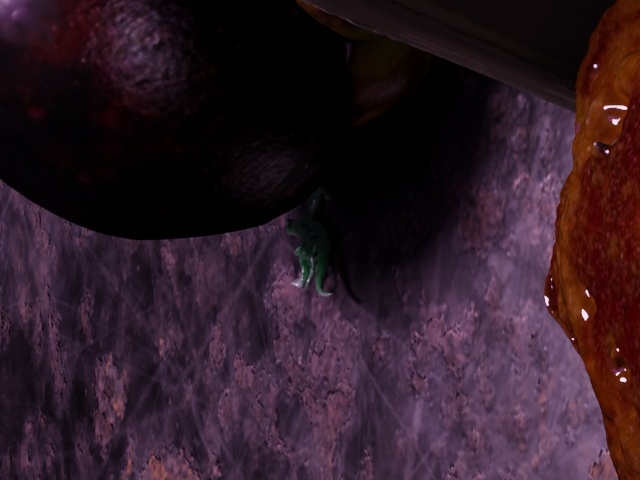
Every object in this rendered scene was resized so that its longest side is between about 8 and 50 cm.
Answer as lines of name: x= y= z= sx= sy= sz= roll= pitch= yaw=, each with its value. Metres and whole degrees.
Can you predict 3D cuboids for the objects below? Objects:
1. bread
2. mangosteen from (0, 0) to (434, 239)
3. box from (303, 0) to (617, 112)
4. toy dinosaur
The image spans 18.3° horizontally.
bread: x=0.178 y=0.008 z=0.775 sx=0.247 sy=0.135 sz=0.232 roll=52 pitch=131 yaw=48
mangosteen: x=-0.085 y=-0.154 z=1.095 sx=0.313 sy=0.297 sz=0.297 roll=-59 pitch=40 yaw=44
box: x=0.080 y=-0.178 z=0.860 sx=0.178 sy=0.274 sz=0.138 roll=-52 pitch=44 yaw=26
toy dinosaur: x=0.000 y=0.000 z=1.199 sx=0.083 sy=0.021 sz=0.062 roll=23 pitch=94 yaw=60
